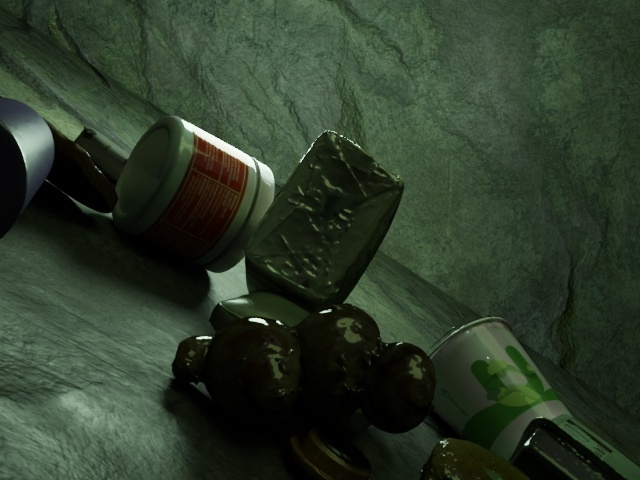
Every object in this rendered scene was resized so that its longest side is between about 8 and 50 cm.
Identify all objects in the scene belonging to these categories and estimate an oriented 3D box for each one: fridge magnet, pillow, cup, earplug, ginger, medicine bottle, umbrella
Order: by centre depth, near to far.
[{"bbox_3d":[0.018,0.318,1.393,0.143,0.063,0.143,33,6,-4],"label":"fridge magnet"},{"bbox_3d":[-0.029,0.185,1.426,0.375,0.176,0.256,3,17,-12],"label":"ginger"},{"bbox_3d":[-0.516,-0.122,1.482,0.215,0.215,0.456,31,6,-11],"label":"earplug"},{"bbox_3d":[-0.025,0.198,1.680,0.322,0.120,0.255,36,10,9],"label":"pillow"},{"bbox_3d":[-0.259,-0.091,1.957,0.240,0.253,0.252,28,11,-30],"label":"medicine bottle"},{"bbox_3d":[0.362,0.333,1.984,0.253,0.253,0.274,22,23,-48],"label":"cup"},{"bbox_3d":[-0.427,-0.144,2.216,0.337,0.073,0.067,36,11,16],"label":"umbrella"}]

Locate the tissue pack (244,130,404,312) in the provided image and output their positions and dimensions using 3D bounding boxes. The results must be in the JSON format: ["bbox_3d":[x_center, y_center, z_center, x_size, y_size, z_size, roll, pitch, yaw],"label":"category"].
[{"bbox_3d":[0.000,0.000,1.907,0.207,0.297,0.380,33,-15,5],"label":"tissue pack"}]

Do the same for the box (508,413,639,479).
[{"bbox_3d":[0.441,0.453,1.648,0.290,0.221,0.166,37,32,27],"label":"box"}]

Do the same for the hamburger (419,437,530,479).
[{"bbox_3d":[0.217,0.389,1.368,0.288,0.168,0.192,30,11,-15],"label":"hamburger"}]

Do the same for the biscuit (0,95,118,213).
[{"bbox_3d":[-0.500,-0.152,1.814,0.273,0.049,0.257,28,-22,24],"label":"biscuit"}]
